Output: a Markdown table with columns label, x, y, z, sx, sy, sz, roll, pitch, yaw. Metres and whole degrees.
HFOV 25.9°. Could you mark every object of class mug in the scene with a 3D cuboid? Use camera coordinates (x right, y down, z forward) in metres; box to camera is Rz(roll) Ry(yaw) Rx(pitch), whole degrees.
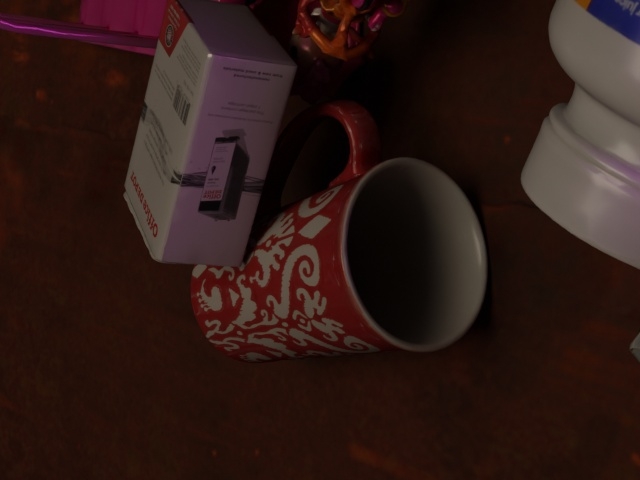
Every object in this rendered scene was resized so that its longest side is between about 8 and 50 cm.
| label | x | y | z | sx | sy | sz | roll | pitch | yaw |
| --- | --- | --- | --- | --- | --- | --- | --- | --- | --- |
| mug | 0.007 | 0.005 | 0.861 | 0.169 | 0.113 | 0.150 | -16 | 57 | 50 |

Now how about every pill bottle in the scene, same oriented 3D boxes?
| label | x | y | z | sx | sy | sz | roll | pitch | yaw |
| --- | --- | --- | --- | --- | --- | --- | --- | --- | --- |
| pill bottle | 0.195 | -0.122 | 0.618 | 0.152 | 0.152 | 0.272 | 43 | 118 | 39 |

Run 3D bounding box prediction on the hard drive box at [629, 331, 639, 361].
| label | x | y | z | sx | sy | sz | roll | pitch | yaw |
| --- | --- | --- | --- | --- | --- | --- | --- | --- | --- |
| hard drive box | 0.253 | 0.068 | 0.492 | 0.181 | 0.232 | 0.089 | 55 | 126 | 33 |

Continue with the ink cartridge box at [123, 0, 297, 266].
| label | x | y | z | sx | sy | sz | roll | pitch | yaw |
| --- | --- | --- | --- | --- | --- | --- | --- | --- | --- |
| ink cartridge box | -0.069 | -0.065 | 0.835 | 0.099 | 0.056 | 0.135 | -123 | 44 | -53 |

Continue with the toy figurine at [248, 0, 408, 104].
| label | x | y | z | sx | sy | sz | roll | pitch | yaw |
| --- | --- | --- | --- | --- | --- | --- | --- | --- | --- |
| toy figurine | 0.012 | -0.145 | 0.841 | 0.173 | 0.130 | 0.159 | -93 | 21 | -46 |

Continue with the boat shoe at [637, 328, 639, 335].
| label | x | y | z | sx | sy | sz | roll | pitch | yaw |
| --- | --- | --- | --- | --- | --- | --- | --- | --- | --- |
| boat shoe | 0.209 | 0.075 | 0.680 | 0.133 | 0.049 | 0.042 | 47 | 150 | 29 |

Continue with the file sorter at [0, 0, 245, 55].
| label | x | y | z | sx | sy | sz | roll | pitch | yaw |
| --- | --- | --- | --- | --- | --- | --- | --- | --- | --- |
| file sorter | -0.180 | -0.238 | 0.951 | 0.290 | 0.182 | 0.202 | 23 | 106 | 61 |
